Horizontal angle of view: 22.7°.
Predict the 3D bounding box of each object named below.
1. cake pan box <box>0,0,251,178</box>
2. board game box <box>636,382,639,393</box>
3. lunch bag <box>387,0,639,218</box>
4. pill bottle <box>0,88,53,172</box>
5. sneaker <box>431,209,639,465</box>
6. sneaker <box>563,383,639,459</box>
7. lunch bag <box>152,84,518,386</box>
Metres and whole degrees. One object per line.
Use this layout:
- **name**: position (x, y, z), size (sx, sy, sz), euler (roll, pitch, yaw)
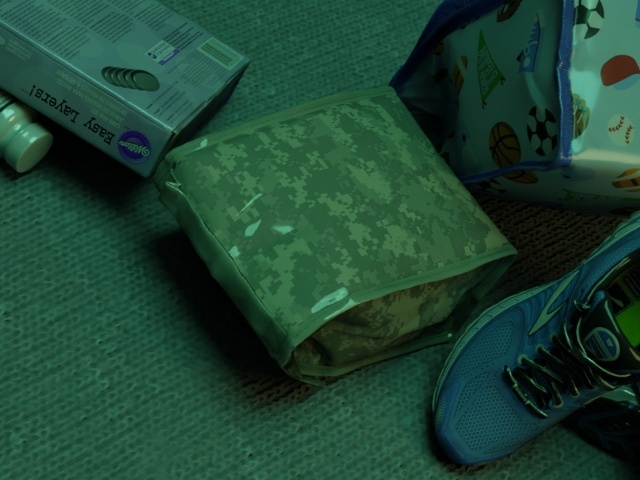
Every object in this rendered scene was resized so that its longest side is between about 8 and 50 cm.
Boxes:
- **cake pan box**: position (-0.216, -0.190, 1.593), size (0.246, 0.070, 0.267), euler (33, 27, -1)
- **board game box**: position (0.475, 0.192, 1.526), size (0.308, 0.086, 0.302), euler (9, 41, -19)
- **lunch bag**: position (0.280, -0.137, 1.644), size (0.328, 0.385, 0.238), euler (7, 81, -21)
- **pill bottle**: position (-0.315, -0.122, 1.528), size (0.120, 0.067, 0.067), euler (42, 45, 11)
- **sneaker**: position (0.233, 0.089, 1.462), size (0.130, 0.330, 0.147), euler (47, 8, -2)
- **sneaker**: position (0.253, 0.138, 1.593), size (0.211, 0.080, 0.081), euler (34, 35, -7)
- **lunch bag**: position (0.000, 0.000, 1.512), size (0.287, 0.169, 0.235), euler (-14, 59, -41)
